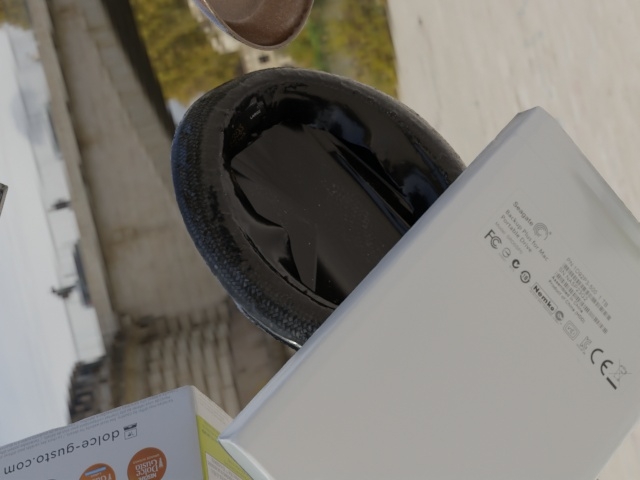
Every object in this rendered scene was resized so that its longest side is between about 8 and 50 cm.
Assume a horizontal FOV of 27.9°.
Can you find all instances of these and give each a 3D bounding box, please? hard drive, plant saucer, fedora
[{"bbox_3d":[0.107,0.088,0.835,0.203,0.307,0.040,48,159,-11],"label":"hard drive"},{"bbox_3d":[-0.065,-0.238,0.956,0.198,0.036,0.199,12,-104,-60],"label":"plant saucer"},{"bbox_3d":[0.000,0.000,1.209,0.152,0.334,0.334,118,145,-50],"label":"fedora"}]

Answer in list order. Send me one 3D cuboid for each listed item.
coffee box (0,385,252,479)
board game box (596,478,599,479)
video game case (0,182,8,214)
[{"bbox_3d":[-0.214,0.432,1.595,0.338,0.337,0.334,52,-158,-53],"label":"coffee box"},{"bbox_3d":[0.182,0.447,1.317,0.356,0.356,0.356,42,-162,15],"label":"board game box"},{"bbox_3d":[-0.469,-0.014,1.293,0.026,0.274,0.196,-74,5,-70],"label":"video game case"}]
